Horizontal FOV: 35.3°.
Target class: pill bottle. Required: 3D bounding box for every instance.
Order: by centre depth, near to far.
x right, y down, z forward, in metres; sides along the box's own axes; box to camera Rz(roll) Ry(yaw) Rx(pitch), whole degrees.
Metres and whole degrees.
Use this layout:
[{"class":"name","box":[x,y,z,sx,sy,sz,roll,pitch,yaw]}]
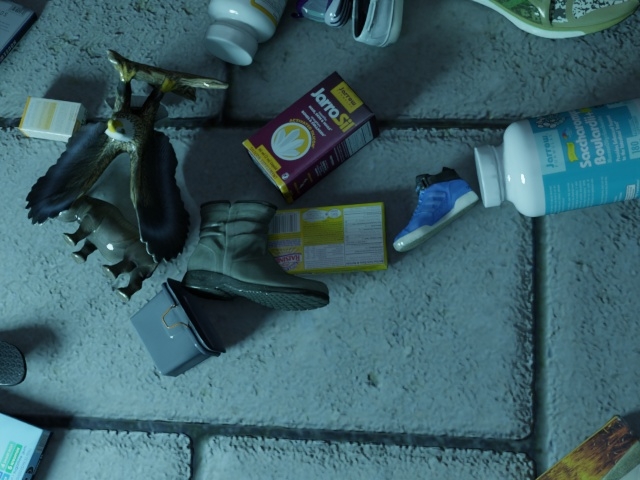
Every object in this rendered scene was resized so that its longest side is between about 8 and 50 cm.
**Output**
[{"class":"pill bottle","box":[0.364,-0.116,1.473,0.264,0.146,0.146,-11,72,6]},{"class":"pill bottle","box":[-0.114,-0.399,1.652,0.118,0.117,0.208,18,77,14]}]

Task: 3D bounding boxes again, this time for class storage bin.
[{"class":"storage bin","box":[-0.224,0.139,1.522,0.091,0.098,0.135,-37,71,8]}]

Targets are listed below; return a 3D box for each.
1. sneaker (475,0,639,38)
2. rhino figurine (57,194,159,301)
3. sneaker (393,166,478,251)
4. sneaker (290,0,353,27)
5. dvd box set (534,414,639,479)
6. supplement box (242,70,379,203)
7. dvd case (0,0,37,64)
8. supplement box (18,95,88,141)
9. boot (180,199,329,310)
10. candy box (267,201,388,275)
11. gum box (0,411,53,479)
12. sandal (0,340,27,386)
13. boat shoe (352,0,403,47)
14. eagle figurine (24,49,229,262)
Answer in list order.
[{"class":"sneaker","box":[0.303,-0.441,1.563,0.411,0.182,0.158,18,77,14]},{"class":"rhino figurine","box":[-0.352,-0.014,1.592,0.243,0.073,0.106,38,59,18]},{"class":"sneaker","box":[0.157,-0.052,1.531,0.152,0.058,0.084,-35,77,-7]},{"class":"sneaker","box":[0.018,-0.466,1.672,0.098,0.083,0.223,12,76,17]},{"class":"dvd box set","box":[0.333,0.479,1.340,0.420,0.062,0.307,-36,71,-3]},{"class":"supplement box","box":[-0.013,-0.161,1.581,0.188,0.081,0.104,-39,71,-4]},{"class":"dvd case","box":[-0.630,-0.336,1.736,0.179,0.029,0.238,24,64,15]},{"class":"supplement box","box":[-0.447,-0.202,1.686,0.099,0.036,0.062,10,75,12]},{"class":"boot","box":[-0.091,0.013,1.514,0.247,0.083,0.161,7,72,22]},{"class":"candy box","box":[0.000,0.000,1.558,0.206,0.027,0.105,-4,75,8]},{"class":"gum box","box":[-0.524,0.333,1.532,0.185,0.041,0.156,18,77,15]},{"class":"sandal","box":[-0.526,0.189,1.583,0.179,0.040,0.067,9,69,26]},{"class":"boat shoe","box":[0.085,-0.426,1.611,0.081,0.079,0.227,-1,94,-30]},{"class":"eagle figurine","box":[-0.303,-0.133,1.552,0.226,0.225,0.298,12,87,36]}]
